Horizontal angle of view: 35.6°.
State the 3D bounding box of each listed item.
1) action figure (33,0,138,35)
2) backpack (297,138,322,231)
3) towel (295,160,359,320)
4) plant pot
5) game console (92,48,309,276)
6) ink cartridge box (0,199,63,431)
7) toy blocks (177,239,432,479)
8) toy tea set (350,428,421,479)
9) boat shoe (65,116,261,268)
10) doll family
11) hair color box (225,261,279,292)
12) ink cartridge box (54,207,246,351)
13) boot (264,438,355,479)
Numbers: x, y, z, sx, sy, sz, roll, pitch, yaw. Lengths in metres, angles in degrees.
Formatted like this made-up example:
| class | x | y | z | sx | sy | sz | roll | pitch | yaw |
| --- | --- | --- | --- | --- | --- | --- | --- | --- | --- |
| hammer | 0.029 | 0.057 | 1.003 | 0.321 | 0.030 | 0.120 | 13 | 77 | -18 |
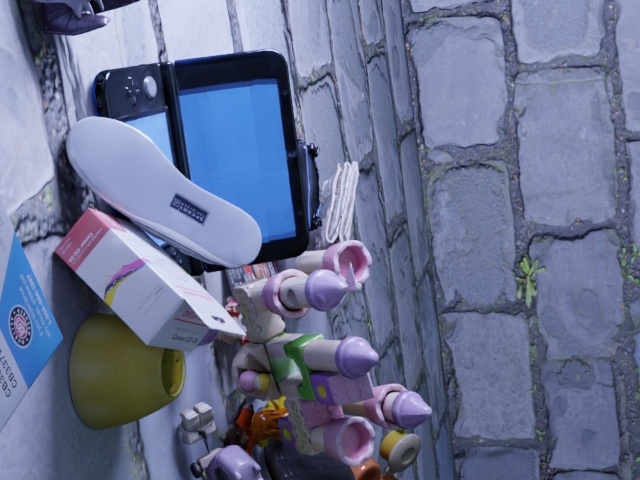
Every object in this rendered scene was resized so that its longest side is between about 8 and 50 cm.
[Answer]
| class | x | y | z | sx | sy | sz | roll | pitch | yaw |
| --- | --- | --- | --- | --- | --- | --- | --- | --- | --- |
| action figure | -0.279 | -0.365 | 1.034 | 0.185 | 0.099 | 0.285 | -64 | 143 | -49 |
| backpack | -0.056 | -0.083 | 1.662 | 0.173 | 0.117 | 0.158 | 88 | 0 | -88 |
| towel | 0.000 | 0.000 | 1.752 | 0.282 | 0.049 | 0.187 | 118 | -14 | -53 |
| plant pot | -0.211 | 0.148 | 1.143 | 0.134 | 0.095 | 0.134 | -4 | 90 | -73 |
| game console | -0.143 | -0.088 | 1.285 | 0.250 | 0.174 | 0.293 | -41 | 125 | -69 |
| ink cartridge box | -0.328 | 0.074 | 0.604 | 0.270 | 0.197 | 0.198 | -69 | 150 | -53 |
| toy blocks | -0.010 | 0.175 | 1.318 | 0.309 | 0.260 | 0.288 | -22 | 100 | -33 |
| toy tea set | 0.077 | 0.507 | 1.997 | 0.200 | 0.124 | 0.335 | -13 | 121 | -39 |
| boat shoe | -0.192 | -0.044 | 1.167 | 0.258 | 0.084 | 0.095 | 39 | 65 | -17 |
| doll family | -0.082 | 0.212 | 1.512 | 0.163 | 0.119 | 0.262 | -13 | 99 | -73 |
| hair color box | -0.104 | 0.056 | 1.574 | 0.141 | 0.043 | 0.071 | 28 | 43 | -70 |
| ink cartridge box | -0.184 | 0.058 | 1.097 | 0.067 | 0.198 | 0.115 | -50 | 160 | 4 |
| boot | -0.024 | 0.502 | 1.563 | 0.138 | 0.377 | 0.284 | 6 | 114 | -34 |
